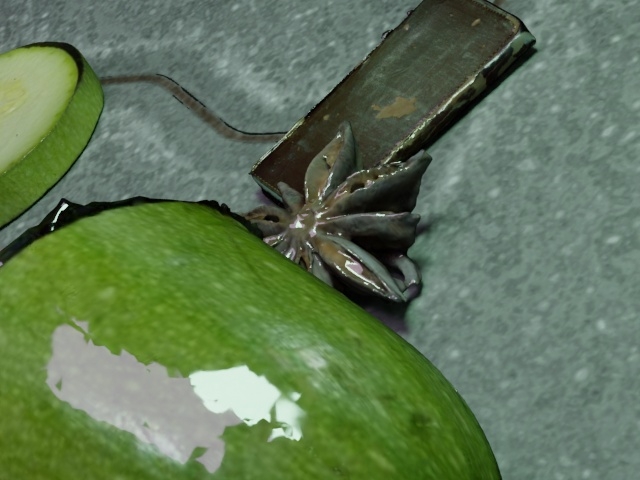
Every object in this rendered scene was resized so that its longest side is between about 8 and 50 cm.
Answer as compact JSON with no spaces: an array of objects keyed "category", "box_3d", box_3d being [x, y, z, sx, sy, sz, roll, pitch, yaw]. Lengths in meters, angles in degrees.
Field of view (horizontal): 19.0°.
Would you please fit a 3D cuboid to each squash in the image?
[{"category":"squash","box_3d":[-0.317,-0.091,1.791,0.252,0.049,0.252,-24,33,17]},{"category":"squash","box_3d":[-0.044,0.168,1.073,0.310,0.310,0.309,-45,49,-13]}]

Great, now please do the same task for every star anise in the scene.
[{"category":"star anise","box_3d":[0.000,0.000,1.377,0.182,0.065,0.195,-3,61,34]}]

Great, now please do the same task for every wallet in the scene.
[{"category":"wallet","box_3d":[0.055,-0.104,1.494,0.232,0.031,0.122,-44,39,-8]}]

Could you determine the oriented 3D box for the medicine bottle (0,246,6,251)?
[{"category":"medicine bottle","box_3d":[-0.213,0.072,1.414,0.247,0.147,0.147,-24,36,18]}]
